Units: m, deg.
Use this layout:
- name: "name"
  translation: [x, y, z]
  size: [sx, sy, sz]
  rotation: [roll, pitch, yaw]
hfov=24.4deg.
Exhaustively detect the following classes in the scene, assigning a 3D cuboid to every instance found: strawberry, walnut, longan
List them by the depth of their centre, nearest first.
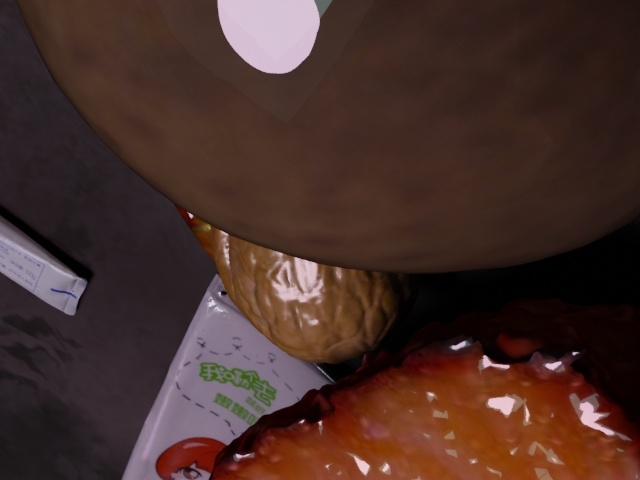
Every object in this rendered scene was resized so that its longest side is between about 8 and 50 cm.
- name: "longan"
  translation: [0.028, -0.110, 0.477]
  size: [0.258, 0.258, 0.258]
  rotation: [21, 137, 21]
- name: "walnut"
  translation: [0.000, 0.000, 0.716]
  size: [0.105, 0.105, 0.124]
  rotation: [15, 131, 27]
- name: "strawberry"
  translation: [0.102, 0.140, 0.722]
  size: [0.280, 0.150, 0.253]
  rotation: [-32, 101, 43]

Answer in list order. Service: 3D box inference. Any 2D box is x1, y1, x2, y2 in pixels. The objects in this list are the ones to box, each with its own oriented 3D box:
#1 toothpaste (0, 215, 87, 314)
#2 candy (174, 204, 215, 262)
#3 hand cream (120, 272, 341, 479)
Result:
- name: "toothpaste"
  translation: [-0.240, -0.024, 0.929]
  size: [0.218, 0.033, 0.052]
  rotation: [36, 144, 0]
- name: "candy"
  translation: [-0.049, -0.020, 0.772]
  size: [0.053, 0.046, 0.182]
  rotation: [7, 133, 36]
- name: "hand cream"
  translation: [-0.075, 0.157, 0.955]
  size: [0.121, 0.076, 0.336]
  rotation: [35, 134, 3]
